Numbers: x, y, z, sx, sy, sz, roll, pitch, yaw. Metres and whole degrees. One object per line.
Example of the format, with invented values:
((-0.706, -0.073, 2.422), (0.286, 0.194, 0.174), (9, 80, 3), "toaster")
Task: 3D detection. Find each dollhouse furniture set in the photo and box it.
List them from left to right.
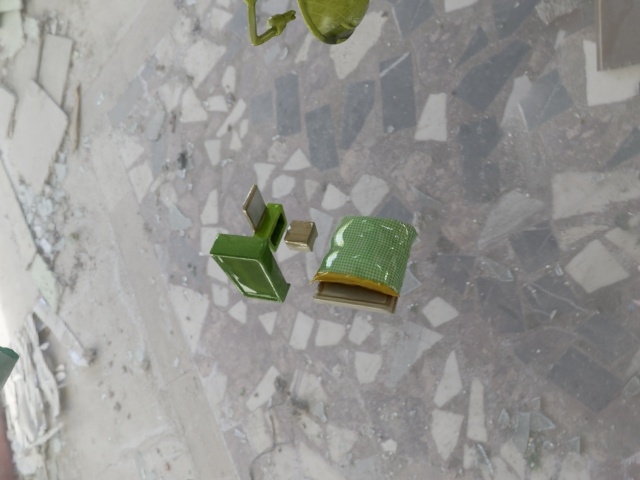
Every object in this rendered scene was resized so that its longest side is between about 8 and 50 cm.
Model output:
((0.000, 0.000, 0.842), (0.302, 0.151, 0.197), (6, 55, 20), "dollhouse furniture set")

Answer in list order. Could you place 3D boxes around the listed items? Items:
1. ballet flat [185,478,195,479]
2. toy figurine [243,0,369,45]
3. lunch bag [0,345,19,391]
((0.034, 0.273, 0.283), (0.124, 0.342, 0.116), (-61, 14, -21), "ballet flat")
((0.034, -0.361, 0.399), (0.217, 0.191, 0.362), (10, 120, 38), "toy figurine")
((-0.520, 0.255, 0.571), (0.262, 0.160, 0.223), (-53, 20, 4), "lunch bag")
